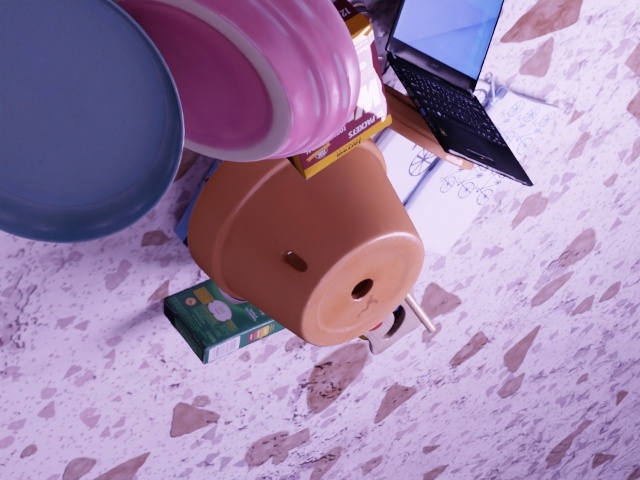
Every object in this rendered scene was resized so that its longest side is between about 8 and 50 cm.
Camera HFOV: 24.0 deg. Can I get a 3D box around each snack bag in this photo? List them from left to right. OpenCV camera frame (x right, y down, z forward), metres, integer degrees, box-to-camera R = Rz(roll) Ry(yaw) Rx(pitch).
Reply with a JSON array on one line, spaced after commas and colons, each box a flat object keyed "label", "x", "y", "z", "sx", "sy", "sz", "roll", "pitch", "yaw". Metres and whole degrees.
[{"label": "snack bag", "x": 0.179, "y": -0.112, "z": 2.270, "sx": 0.343, "sy": 0.037, "sz": 0.323, "roll": 12, "pitch": 121, "yaw": -52}]

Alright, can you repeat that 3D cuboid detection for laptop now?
[{"label": "laptop", "x": 0.205, "y": -0.228, "z": 1.960, "sx": 0.136, "sy": 0.264, "sz": 0.234, "roll": -41, "pitch": 150, "yaw": 22}]

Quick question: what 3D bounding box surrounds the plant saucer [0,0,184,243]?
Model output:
[{"label": "plant saucer", "x": -0.289, "y": -0.142, "z": 1.551, "sx": 0.043, "sy": 0.318, "sz": 0.317, "roll": -69, "pitch": -177, "yaw": -56}]

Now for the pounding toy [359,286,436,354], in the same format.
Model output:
[{"label": "pounding toy", "x": 0.079, "y": 0.117, "z": 2.323, "sx": 0.154, "sy": 0.154, "sz": 0.269, "roll": -27, "pitch": 151, "yaw": -3}]

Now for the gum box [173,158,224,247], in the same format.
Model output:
[{"label": "gum box", "x": -0.089, "y": -0.057, "z": 2.047, "sx": 0.184, "sy": 0.041, "sz": 0.157, "roll": 3, "pitch": 128, "yaw": -48}]

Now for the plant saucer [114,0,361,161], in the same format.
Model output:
[{"label": "plant saucer", "x": -0.121, "y": -0.196, "z": 1.565, "sx": 0.084, "sy": 0.332, "sz": 0.332, "roll": -59, "pitch": 159, "yaw": -30}]

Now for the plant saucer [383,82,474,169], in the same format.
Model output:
[{"label": "plant saucer", "x": 0.124, "y": -0.160, "z": 2.000, "sx": 0.200, "sy": 0.200, "sz": 0.037, "roll": 16, "pitch": 108, "yaw": -54}]

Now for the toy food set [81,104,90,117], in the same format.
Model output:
[{"label": "toy food set", "x": -0.294, "y": -0.116, "z": 1.674, "sx": 0.105, "sy": 0.111, "sz": 0.232, "roll": -28, "pitch": 169, "yaw": -19}]

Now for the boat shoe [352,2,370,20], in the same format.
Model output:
[{"label": "boat shoe", "x": 0.017, "y": -0.244, "z": 1.925, "sx": 0.137, "sy": 0.043, "sz": 0.049, "roll": -45, "pitch": 147, "yaw": 5}]

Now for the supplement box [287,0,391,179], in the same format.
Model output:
[{"label": "supplement box", "x": -0.033, "y": -0.215, "z": 1.761, "sx": 0.129, "sy": 0.194, "sz": 0.191, "roll": -34, "pitch": 148, "yaw": -11}]

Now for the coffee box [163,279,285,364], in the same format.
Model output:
[{"label": "coffee box", "x": -0.116, "y": 0.097, "z": 2.143, "sx": 0.184, "sy": 0.113, "sz": 0.040, "roll": -24, "pitch": 144, "yaw": -27}]

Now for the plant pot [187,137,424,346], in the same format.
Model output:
[{"label": "plant pot", "x": 0.000, "y": 0.000, "z": 1.979, "sx": 0.291, "sy": 0.203, "sz": 0.290, "roll": -28, "pitch": 145, "yaw": -22}]
